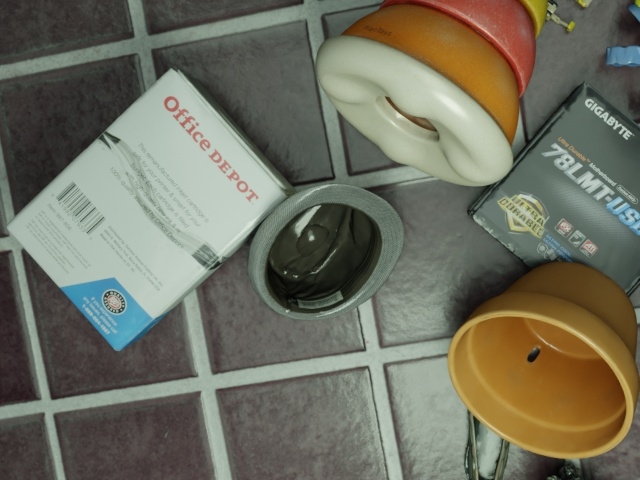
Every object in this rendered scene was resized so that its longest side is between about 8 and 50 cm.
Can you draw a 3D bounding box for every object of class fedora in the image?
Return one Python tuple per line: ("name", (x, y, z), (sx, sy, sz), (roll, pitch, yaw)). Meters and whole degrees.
("fedora", (0.000, 0.000, 1.548), (0.244, 0.124, 0.275), (19, 116, -21))

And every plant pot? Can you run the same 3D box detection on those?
("plant pot", (0.374, 0.168, 1.462), (0.291, 0.203, 0.290), (21, 135, 22))

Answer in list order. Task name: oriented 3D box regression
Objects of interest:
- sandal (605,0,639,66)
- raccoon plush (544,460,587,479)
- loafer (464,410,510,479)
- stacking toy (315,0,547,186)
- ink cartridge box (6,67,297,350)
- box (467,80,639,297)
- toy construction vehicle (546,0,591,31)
("sandal", (0.577, -0.255, 1.486), (0.138, 0.126, 0.317), (-41, 72, 26))
("raccoon plush", (0.314, 0.563, 1.543), (0.447, 0.216, 0.299), (-20, 83, 8))
("loafer", (0.294, 0.301, 1.578), (0.096, 0.084, 0.267), (2, 94, 6))
("stacking toy", (0.250, -0.357, 1.467), (0.351, 0.350, 0.479), (34, 81, 3))
("ink cartridge box", (-0.277, -0.054, 1.579), (0.395, 0.166, 0.285), (-42, 89, 7))
("box", (0.450, -0.060, 1.547), (0.295, 0.073, 0.293), (42, 98, 2))
("toy construction vehicle", (0.401, -0.409, 1.551), (0.098, 0.035, 0.086), (33, 86, 1))
